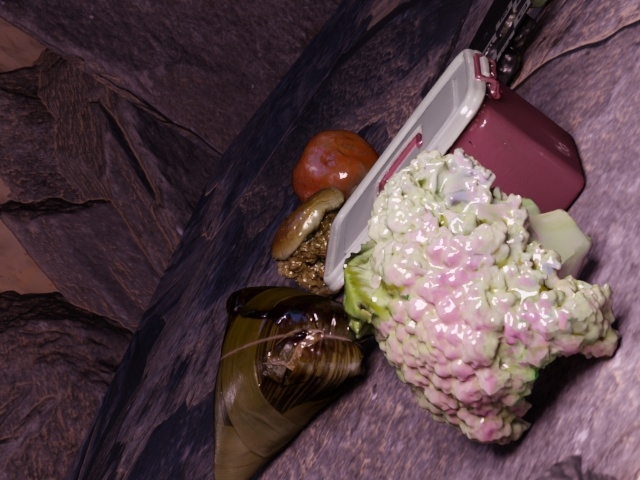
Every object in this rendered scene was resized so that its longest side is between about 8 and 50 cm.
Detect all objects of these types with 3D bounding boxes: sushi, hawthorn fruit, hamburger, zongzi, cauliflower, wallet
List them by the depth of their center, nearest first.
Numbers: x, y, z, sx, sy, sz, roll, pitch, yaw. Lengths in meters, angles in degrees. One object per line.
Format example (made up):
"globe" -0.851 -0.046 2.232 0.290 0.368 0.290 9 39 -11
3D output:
"cauliflower" 0.160 0.033 1.415 0.315 0.256 0.239 -28 -12 -35
"zongzi" -0.052 0.219 2.014 0.289 0.154 0.318 -169 92 -75
"sushi" 0.245 -0.231 2.135 0.215 0.050 0.192 -59 6 17
"hamburger" 0.000 0.000 2.343 0.159 0.131 0.185 -58 6 -24
"wallet" 0.294 -0.373 2.380 0.285 0.030 0.146 -61 8 -14
"hawthorn fruit" 0.038 -0.085 2.471 0.149 0.149 0.189 -52 47 23

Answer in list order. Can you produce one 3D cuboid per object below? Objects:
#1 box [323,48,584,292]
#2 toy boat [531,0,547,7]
"box" 0.147 -0.041 1.716 0.294 0.167 0.193 -53 13 22
"toy boat" 0.338 -0.446 2.141 0.093 0.055 0.293 -67 -6 -55
